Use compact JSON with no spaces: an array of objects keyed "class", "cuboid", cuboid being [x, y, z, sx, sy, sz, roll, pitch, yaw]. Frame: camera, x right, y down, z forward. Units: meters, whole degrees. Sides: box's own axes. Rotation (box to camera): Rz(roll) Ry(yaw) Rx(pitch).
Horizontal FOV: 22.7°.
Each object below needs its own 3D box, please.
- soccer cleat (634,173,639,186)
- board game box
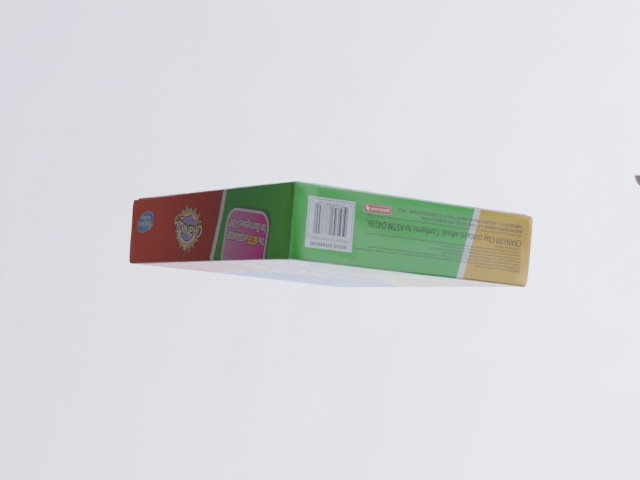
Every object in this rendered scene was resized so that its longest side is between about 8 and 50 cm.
[{"class":"soccer cleat","cuboid":[0.370,-0.112,1.477,0.196,0.076,0.068,-56,-172,3]},{"class":"board game box","cuboid":[0.000,0.000,1.442,0.316,0.242,0.064,-3,-99,60]}]
